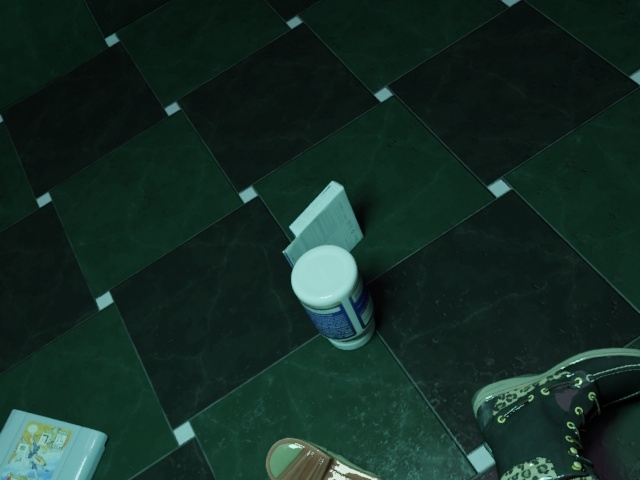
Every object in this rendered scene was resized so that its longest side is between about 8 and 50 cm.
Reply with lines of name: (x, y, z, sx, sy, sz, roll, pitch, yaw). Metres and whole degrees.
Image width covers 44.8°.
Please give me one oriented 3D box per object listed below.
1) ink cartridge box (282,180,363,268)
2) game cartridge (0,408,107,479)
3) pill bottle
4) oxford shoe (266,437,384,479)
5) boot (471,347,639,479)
ink cartridge box: (0.000, 0.000, 1.928, 0.045, 0.223, 0.224, 31, 70, 33)
game cartridge: (-0.686, 0.538, 1.909, 0.297, 0.062, 0.198, 7, 56, 23)
pill bottle: (0.040, 0.140, 1.794, 0.153, 0.265, 0.153, -9, 54, 12)
oxford shoe: (0.079, 0.526, 1.601, 0.397, 0.146, 0.141, 34, 89, 12)
boot: (0.493, 0.370, 1.507, 0.377, 0.138, 0.284, -16, 32, 13)
